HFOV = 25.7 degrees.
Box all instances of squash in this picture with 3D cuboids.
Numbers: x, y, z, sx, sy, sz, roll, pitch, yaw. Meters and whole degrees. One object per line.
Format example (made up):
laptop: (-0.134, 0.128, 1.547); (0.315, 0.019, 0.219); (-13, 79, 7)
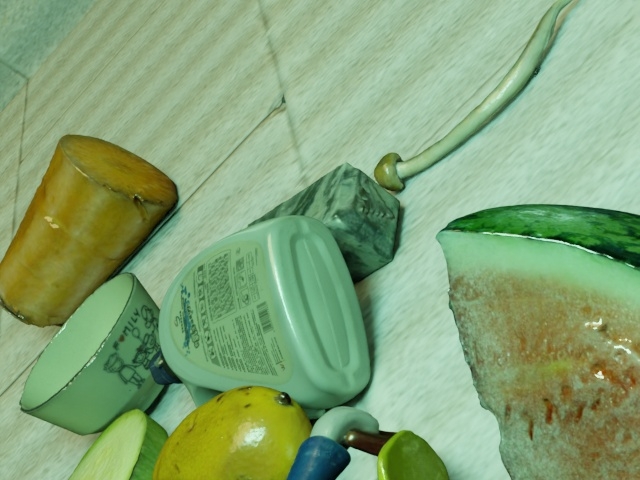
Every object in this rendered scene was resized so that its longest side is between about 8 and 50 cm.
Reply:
squash: (-0.244, 0.302, 1.539); (0.252, 0.049, 0.252); (-49, 17, 21)

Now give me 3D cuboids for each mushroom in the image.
mushroom: (0.173, -0.154, 1.469); (0.306, 0.043, 0.068); (-42, 53, 19)

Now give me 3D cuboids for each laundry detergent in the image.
laundry detergent: (-0.082, 0.110, 1.437); (0.280, 0.105, 0.215); (-32, 70, 42)

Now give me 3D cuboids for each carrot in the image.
carrot: (-0.345, -0.004, 2.030); (0.254, 0.196, 0.196); (-58, 24, 16)

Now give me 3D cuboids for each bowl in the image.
bowl: (-0.255, 0.151, 1.696); (0.211, 0.112, 0.211); (-43, 19, 19)

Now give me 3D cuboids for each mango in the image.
mango: (-0.088, 0.223, 1.337); (0.227, 0.109, 0.147); (-35, 64, 43)

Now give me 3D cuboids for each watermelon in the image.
watermelon: (0.244, 0.109, 0.941); (0.250, 0.292, 0.283); (-23, 35, -38)

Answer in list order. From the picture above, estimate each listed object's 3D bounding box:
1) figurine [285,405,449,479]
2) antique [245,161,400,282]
figurine: (-0.011, 0.230, 1.078); (0.338, 0.204, 0.283); (-25, 20, 28)
antique: (0.000, 0.000, 1.503); (0.183, 0.086, 0.088); (-31, 34, 38)
